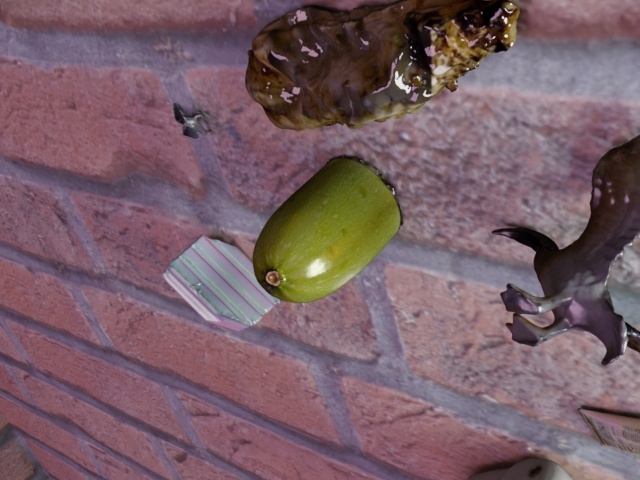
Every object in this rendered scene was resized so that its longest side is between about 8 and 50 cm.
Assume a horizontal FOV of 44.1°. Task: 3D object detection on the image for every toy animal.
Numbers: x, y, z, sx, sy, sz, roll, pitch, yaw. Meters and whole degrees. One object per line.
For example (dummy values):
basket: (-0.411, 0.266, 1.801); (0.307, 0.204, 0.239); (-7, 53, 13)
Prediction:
toy animal: (0.219, 0.024, 0.699); (0.197, 0.160, 0.272); (17, 130, 36)
toy animal: (-0.157, -0.148, 0.985); (0.028, 0.050, 0.084); (-68, 28, 22)

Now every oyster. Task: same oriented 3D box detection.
oyster: (0.035, -0.168, 0.743); (0.345, 0.078, 0.128); (-1, 117, 49)

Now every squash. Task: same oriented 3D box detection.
squash: (0.000, 0.000, 0.850); (0.123, 0.186, 0.123); (21, 134, 24)

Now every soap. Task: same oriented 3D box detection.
soap: (-0.137, 0.064, 1.121); (0.149, 0.100, 0.056); (44, 148, -1)

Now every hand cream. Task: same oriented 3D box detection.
hand cream: (0.347, 0.211, 0.845); (0.061, 0.039, 0.143); (52, 154, -22)

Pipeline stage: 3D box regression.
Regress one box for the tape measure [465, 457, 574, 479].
tape measure: (0.210, 0.398, 0.973); (0.130, 0.258, 0.265); (46, 145, -6)
